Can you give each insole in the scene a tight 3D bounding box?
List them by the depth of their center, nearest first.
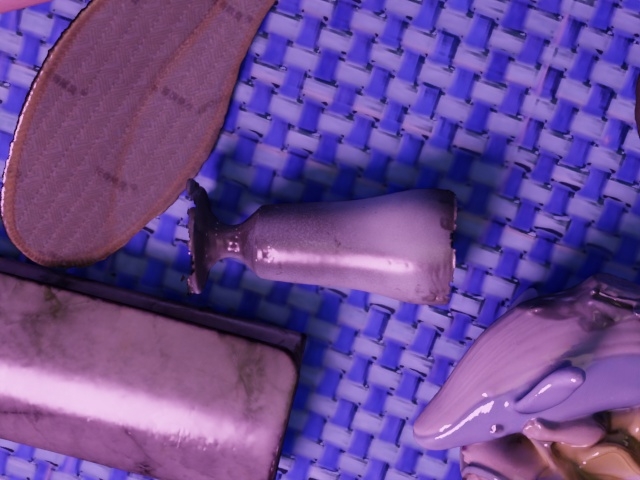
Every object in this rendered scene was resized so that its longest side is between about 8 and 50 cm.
[{"bbox_3d":[-0.069,-0.124,0.675,0.119,0.009,0.348,29,105,-36],"label":"insole"}]

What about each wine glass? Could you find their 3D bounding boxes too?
[{"bbox_3d":[0.000,0.000,0.699,0.155,0.072,0.072,2,104,5],"label":"wine glass"}]

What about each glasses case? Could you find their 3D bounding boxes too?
[{"bbox_3d":[-0.163,0.074,0.737,0.299,0.060,0.114,14,105,2],"label":"glasses case"}]

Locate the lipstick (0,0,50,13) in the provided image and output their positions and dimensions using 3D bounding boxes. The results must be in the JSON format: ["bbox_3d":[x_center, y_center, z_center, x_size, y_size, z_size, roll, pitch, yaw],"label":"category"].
[{"bbox_3d":[-0.283,-0.147,0.678,0.326,0.087,0.087,-12,103,8],"label":"lipstick"}]

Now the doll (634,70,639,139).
[{"bbox_3d":[0.336,-0.100,0.534,0.382,0.252,0.379,-18,122,37],"label":"doll"}]

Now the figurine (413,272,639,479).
[{"bbox_3d":[0.157,0.109,0.685,0.208,0.128,0.184,4,107,0],"label":"figurine"}]
